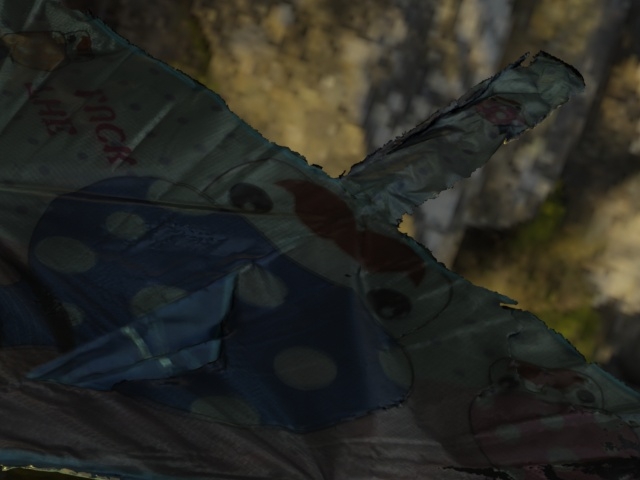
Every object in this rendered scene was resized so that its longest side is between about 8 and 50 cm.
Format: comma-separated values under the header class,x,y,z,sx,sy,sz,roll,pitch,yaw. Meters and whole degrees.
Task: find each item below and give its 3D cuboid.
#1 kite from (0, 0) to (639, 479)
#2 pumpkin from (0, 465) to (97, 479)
class,x,y,z,sx,sy,sz,roll,pitch,yaw
kite,0.000,0.000,0.544,0.314,0.335,0.011,-29,146,-46
pumpkin,-0.069,0.130,0.651,0.254,0.130,0.149,30,54,-23
